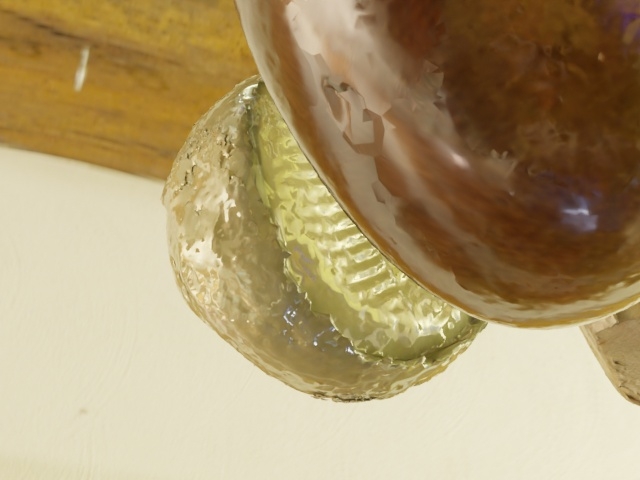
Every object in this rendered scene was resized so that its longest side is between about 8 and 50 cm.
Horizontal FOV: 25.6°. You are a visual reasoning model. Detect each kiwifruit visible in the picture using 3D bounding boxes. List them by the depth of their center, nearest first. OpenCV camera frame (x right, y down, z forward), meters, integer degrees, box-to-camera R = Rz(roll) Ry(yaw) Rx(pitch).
[{"bbox_3d":[0.068,-0.087,0.509,0.196,0.196,0.234,-26,-99,-26],"label":"kiwifruit"}]

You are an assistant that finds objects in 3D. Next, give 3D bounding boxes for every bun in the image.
[{"bbox_3d":[0.000,0.000,0.992,0.259,0.152,0.259,21,-122,-38],"label":"bun"}]

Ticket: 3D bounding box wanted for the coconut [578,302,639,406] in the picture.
[{"bbox_3d":[0.299,0.039,1.116,0.194,0.194,0.194,7,-118,-13],"label":"coconut"}]
